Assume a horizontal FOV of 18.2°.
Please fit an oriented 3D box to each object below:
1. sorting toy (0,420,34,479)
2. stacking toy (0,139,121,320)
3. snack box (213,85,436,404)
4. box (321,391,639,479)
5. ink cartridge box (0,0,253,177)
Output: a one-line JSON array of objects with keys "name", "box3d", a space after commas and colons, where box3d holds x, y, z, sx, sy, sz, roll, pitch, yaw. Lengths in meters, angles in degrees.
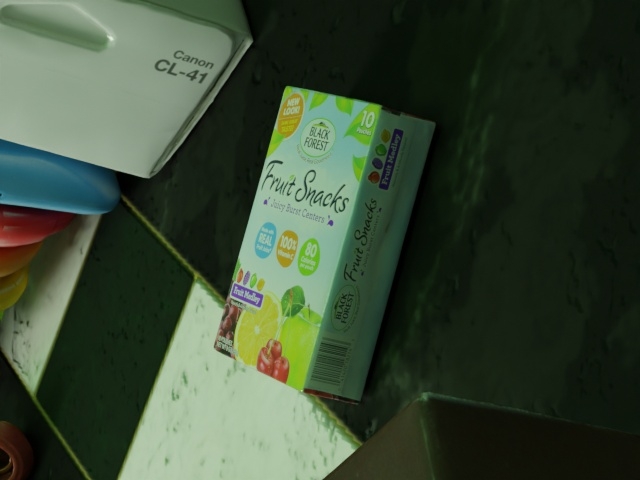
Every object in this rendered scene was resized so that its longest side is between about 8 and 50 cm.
[{"name": "sorting toy", "box3d": [-0.225, 0.147, 1.277, 0.102, 0.061, 0.042, -21, 19, 15]}, {"name": "stacking toy", "box3d": [-0.261, 0.030, 1.301, 0.301, 0.175, 0.165, -67, 32, 28]}, {"name": "snack box", "box3d": [0.000, 0.000, 0.983, 0.100, 0.037, 0.141, 19, 93, 59]}, {"name": "box", "box3d": [0.063, 0.264, 0.667, 0.191, 0.143, 0.381, -46, 39, 41]}, {"name": "ink cartridge box", "box3d": [-0.191, -0.206, 1.205, 0.131, 0.226, 0.306, -52, 37, 35]}]
